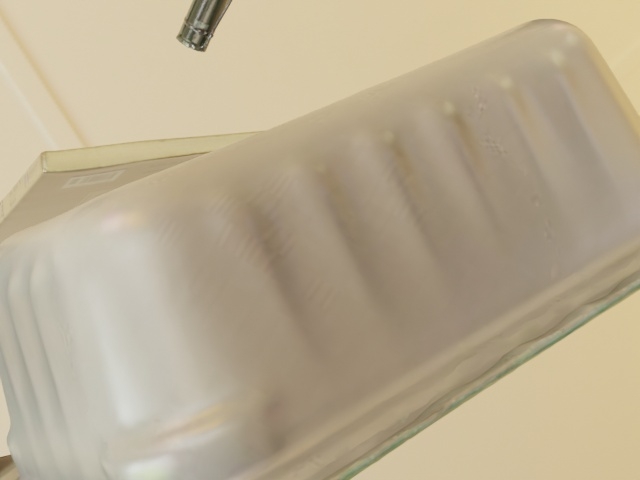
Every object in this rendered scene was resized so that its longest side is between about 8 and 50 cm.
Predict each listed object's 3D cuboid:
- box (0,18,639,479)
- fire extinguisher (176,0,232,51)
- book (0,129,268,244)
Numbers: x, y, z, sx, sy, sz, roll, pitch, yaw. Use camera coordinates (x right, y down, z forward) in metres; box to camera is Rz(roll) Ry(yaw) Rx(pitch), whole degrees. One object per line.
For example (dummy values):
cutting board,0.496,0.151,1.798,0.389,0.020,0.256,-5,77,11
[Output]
box,0.000,0.000,0.450,0.336,0.264,0.106,-25,-84,-31
fire extinguisher,-0.078,-0.181,0.804,0.025,0.038,0.083,-3,-53,-51
book,-0.187,-0.041,0.991,0.217,0.310,0.021,-10,-97,-30
